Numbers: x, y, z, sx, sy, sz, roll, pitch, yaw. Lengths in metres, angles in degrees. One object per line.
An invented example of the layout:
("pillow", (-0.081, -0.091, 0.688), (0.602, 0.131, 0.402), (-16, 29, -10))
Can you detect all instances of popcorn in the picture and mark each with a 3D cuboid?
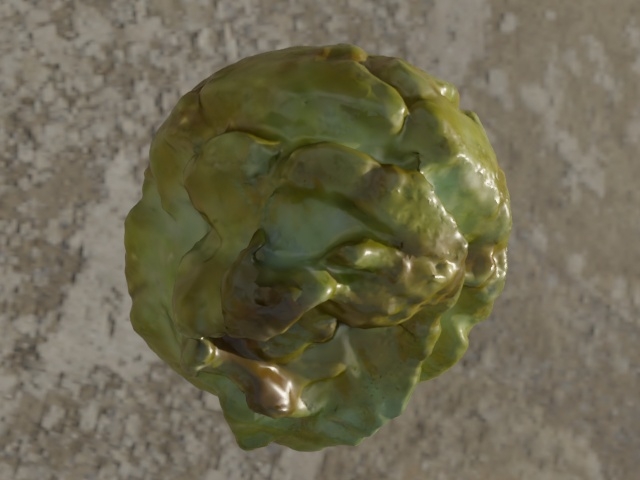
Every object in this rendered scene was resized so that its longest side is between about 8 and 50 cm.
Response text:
("popcorn", (0.000, 0.000, 0.759), (0.204, 0.183, 0.221), (-9, 139, -14))
